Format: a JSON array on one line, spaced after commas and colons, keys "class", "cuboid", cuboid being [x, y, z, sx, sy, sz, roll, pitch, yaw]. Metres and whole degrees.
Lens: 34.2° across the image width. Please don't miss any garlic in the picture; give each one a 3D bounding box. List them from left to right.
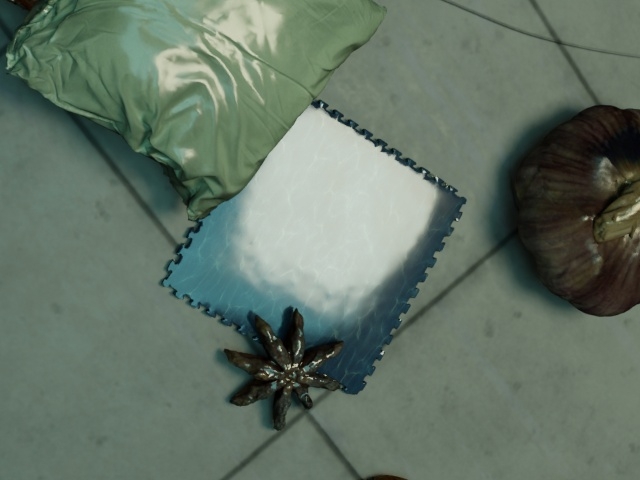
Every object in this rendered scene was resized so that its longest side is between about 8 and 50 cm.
[{"class": "garlic", "cuboid": [0.338, -0.037, 1.172, 0.245, 0.160, 0.245, 2, 84, -18]}]

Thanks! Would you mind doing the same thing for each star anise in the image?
[{"class": "star anise", "cuboid": [-0.038, 0.140, 1.125, 0.141, 0.042, 0.141, -2, 100, -14]}]

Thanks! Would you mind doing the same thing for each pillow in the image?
[{"class": "pillow", "cuboid": [-0.122, -0.207, 1.021, 0.283, 0.138, 0.310, 43, 82, -25]}]

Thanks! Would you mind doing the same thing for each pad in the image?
[{"class": "pad", "cuboid": [0.000, 0.000, 1.149, 0.269, 0.012, 0.270, 30, 85, -17]}]

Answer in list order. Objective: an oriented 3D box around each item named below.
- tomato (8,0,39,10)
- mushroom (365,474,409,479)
[{"class": "tomato", "cuboid": [-0.278, -0.300, 1.003, 0.139, 0.091, 0.159, -46, 136, -1]}, {"class": "mushroom", "cuboid": [0.073, 0.328, 1.177, 0.123, 0.052, 0.123, -2, 97, -20]}]
